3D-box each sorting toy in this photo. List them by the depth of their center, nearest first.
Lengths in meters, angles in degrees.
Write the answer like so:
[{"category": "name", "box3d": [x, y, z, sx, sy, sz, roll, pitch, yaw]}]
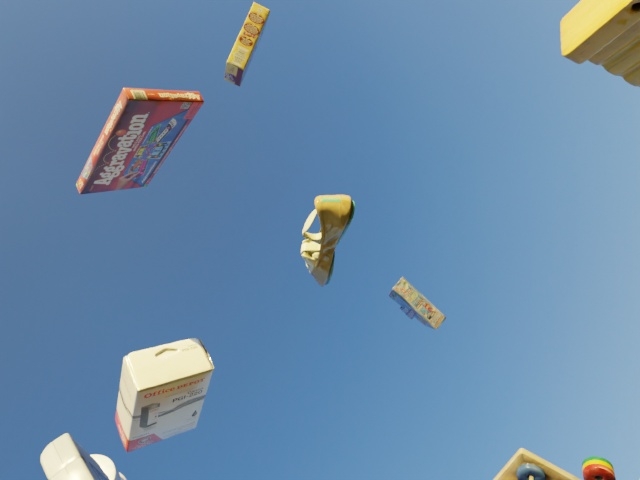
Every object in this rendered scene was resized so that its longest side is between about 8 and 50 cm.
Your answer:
[{"category": "sorting toy", "box3d": [0.370, 0.452, 0.819, 0.046, 0.132, 0.275, -46, -20, -58]}]

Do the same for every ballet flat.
[{"category": "ballet flat", "box3d": [0.000, 0.000, 0.847, 0.073, 0.232, 0.080, 7, -132, -8]}]

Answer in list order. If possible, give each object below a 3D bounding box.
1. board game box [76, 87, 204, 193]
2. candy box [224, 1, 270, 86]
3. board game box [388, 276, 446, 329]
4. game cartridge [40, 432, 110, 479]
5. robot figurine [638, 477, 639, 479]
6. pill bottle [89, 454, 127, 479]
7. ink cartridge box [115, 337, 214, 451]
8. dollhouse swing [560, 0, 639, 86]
[{"category": "board game box", "box3d": [-0.342, -0.178, 0.885, 0.145, 0.281, 0.027, -15, -107, -47]}, {"category": "candy box", "box3d": [-0.198, -0.523, 1.272, 0.053, 0.109, 0.187, 22, -100, -12]}, {"category": "board game box", "box3d": [0.326, 0.230, 1.626, 0.194, 0.194, 0.060, 40, -104, 14]}, {"category": "game cartridge", "box3d": [-0.304, 0.426, 0.695, 0.060, 0.294, 0.196, -33, -35, -32]}, {"category": "robot figurine", "box3d": [0.233, 0.159, 0.245, 0.067, 0.115, 0.101, -63, -26, 2]}, {"category": "pill bottle", "box3d": [-0.509, 0.641, 1.097, 0.161, 0.161, 0.284, -27, -50, -33]}, {"category": "ink cartridge box", "box3d": [-0.325, 0.318, 0.983, 0.158, 0.092, 0.218, -8, -48, -37]}, {"category": "dollhouse swing", "box3d": [0.494, -0.164, 0.579, 0.346, 0.315, 0.305, 25, -105, -5]}]
